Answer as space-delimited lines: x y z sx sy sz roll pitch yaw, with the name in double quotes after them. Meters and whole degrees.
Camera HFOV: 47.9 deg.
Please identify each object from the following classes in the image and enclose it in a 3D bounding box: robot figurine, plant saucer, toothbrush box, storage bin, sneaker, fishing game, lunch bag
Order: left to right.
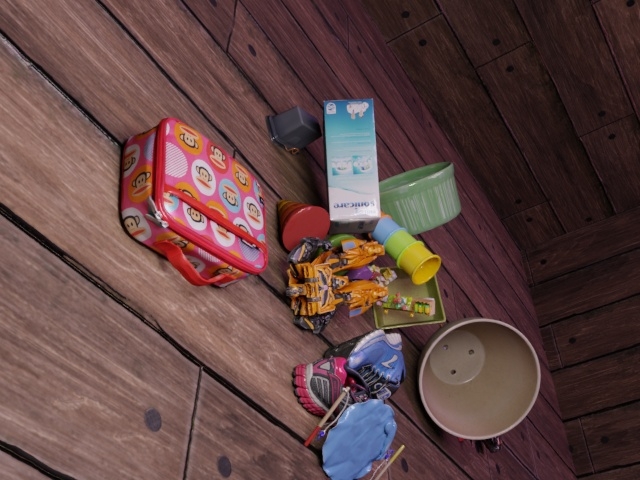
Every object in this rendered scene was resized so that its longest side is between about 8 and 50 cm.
-0.215 -0.045 1.258 0.293 0.120 0.258 35 42 -48 "lunch bag"
-0.061 -0.279 1.828 0.135 0.091 0.098 20 51 -58 "storage bin"
0.036 0.087 1.597 0.291 0.085 0.211 -12 97 -50 "robot figurine"
0.074 -0.176 1.788 0.216 0.126 0.295 91 -5 -82 "toothbrush box"
0.066 0.341 1.487 0.299 0.112 0.120 45 31 -41 "sneaker"
0.073 0.394 1.434 0.041 0.189 0.264 27 -16 49 "fishing game"
0.124 0.288 1.640 0.330 0.130 0.147 16 52 -61 "sneaker"
0.230 0.159 1.967 0.045 0.188 0.188 88 -5 -57 "plant saucer"

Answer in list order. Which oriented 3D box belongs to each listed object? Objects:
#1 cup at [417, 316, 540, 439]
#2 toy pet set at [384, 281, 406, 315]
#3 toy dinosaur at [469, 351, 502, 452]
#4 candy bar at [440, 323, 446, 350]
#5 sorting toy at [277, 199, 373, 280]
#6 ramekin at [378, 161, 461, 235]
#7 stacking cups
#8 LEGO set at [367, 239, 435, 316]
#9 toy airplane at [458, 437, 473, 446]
0.413 0.357 2.021 0.331 0.331 0.237 63 -2 -8 "cup"
0.244 0.177 2.005 0.114 0.065 0.122 33 52 -23 "toy pet set"
0.492 0.502 2.263 0.322 0.164 0.218 55 4 21 "toy dinosaur"
0.399 0.330 2.326 0.040 0.018 0.161 52 27 -21 "candy bar"
0.000 0.000 1.724 0.126 0.127 0.365 46 3 41 "sorting toy"
0.265 -0.112 2.119 0.148 0.303 0.303 70 22 -9 "ramekin"
0.181 -0.014 1.899 0.316 0.096 0.096 46 8 38 "stacking cups"
0.164 0.117 1.867 0.107 0.132 0.287 28 17 -47 "LEGO set"
0.439 0.531 2.124 0.151 0.151 0.028 65 -15 -4 "toy airplane"
